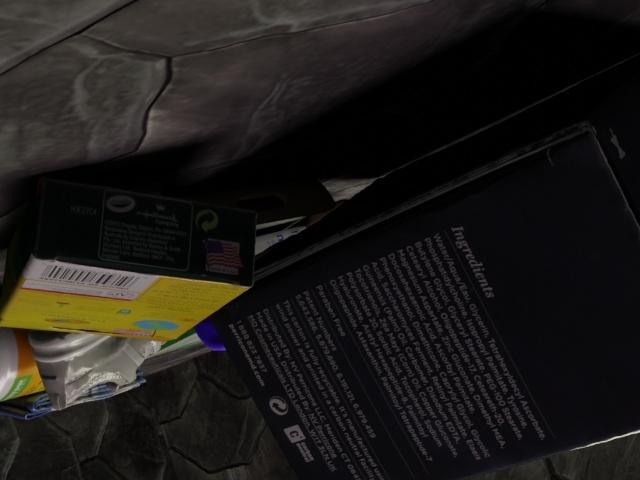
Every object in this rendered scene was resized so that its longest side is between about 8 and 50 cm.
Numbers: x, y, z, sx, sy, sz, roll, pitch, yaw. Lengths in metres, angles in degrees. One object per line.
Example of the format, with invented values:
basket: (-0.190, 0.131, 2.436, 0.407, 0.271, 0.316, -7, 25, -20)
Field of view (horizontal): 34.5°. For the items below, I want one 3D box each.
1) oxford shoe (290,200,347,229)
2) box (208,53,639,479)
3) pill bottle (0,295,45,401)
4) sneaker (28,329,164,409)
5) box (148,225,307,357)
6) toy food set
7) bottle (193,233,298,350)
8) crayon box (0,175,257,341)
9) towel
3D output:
oxford shoe: (0.000, 0.000, 1.654, 0.076, 0.076, 0.212, -19, 175, -20)
box: (0.216, 0.028, 1.174, 0.472, 0.297, 0.480, -27, -176, 34)
pill bottle: (-0.415, 0.140, 1.348, 0.136, 0.136, 0.246, -24, 172, 29)
sneaker: (-0.274, 0.140, 1.377, 0.105, 0.115, 0.281, 6, -166, 35)
box: (-0.159, 0.082, 1.651, 0.231, 0.126, 0.262, -13, 172, -33)
toy food set: (-0.152, 0.014, 1.276, 0.220, 0.092, 0.306, -12, 170, -44)
bottle: (-0.053, 0.052, 1.334, 0.118, 0.092, 0.283, -32, 178, 33)
crayon box: (-0.211, 0.033, 1.046, 0.202, 0.081, 0.318, 9, 161, -22)
towel: (-0.420, 0.208, 1.528, 0.209, 0.034, 0.285, 7, -175, 22)
